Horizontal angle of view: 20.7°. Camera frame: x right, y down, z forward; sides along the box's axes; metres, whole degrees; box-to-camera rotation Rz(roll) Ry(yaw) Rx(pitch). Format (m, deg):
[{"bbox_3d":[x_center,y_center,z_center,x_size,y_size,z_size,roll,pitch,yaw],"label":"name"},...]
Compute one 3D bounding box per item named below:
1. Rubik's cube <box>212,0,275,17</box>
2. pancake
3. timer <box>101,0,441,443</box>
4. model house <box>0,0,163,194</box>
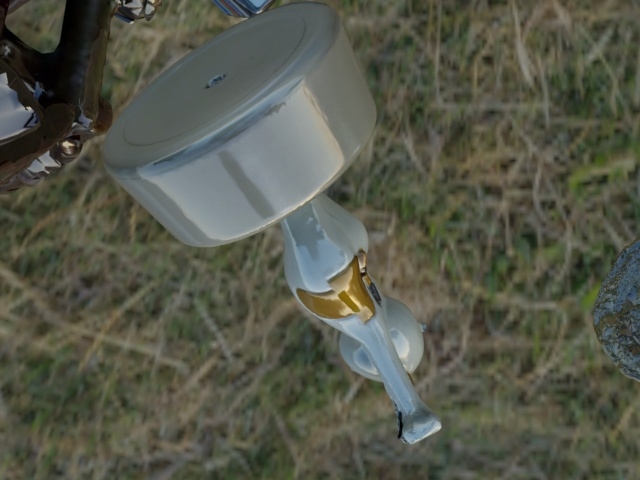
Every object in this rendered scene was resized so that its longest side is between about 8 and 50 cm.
[{"bbox_3d":[-0.074,-0.325,1.589,0.182,0.187,0.184,44,91,-12],"label":"Rubik's cube"},{"bbox_3d":[0.317,0.058,1.542,0.158,0.158,0.028,-13,151,13],"label":"pancake"},{"bbox_3d":[0.000,0.000,1.144,0.175,0.175,0.266,-25,114,20],"label":"timer"},{"bbox_3d":[-0.159,-0.086,0.612,0.317,0.283,0.297,-20,135,38],"label":"model house"}]
